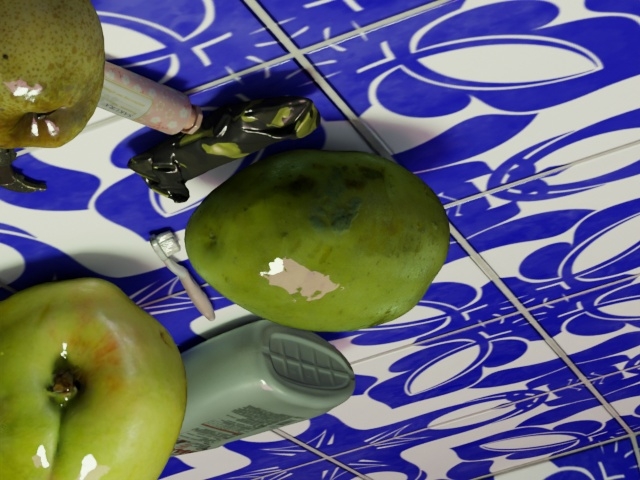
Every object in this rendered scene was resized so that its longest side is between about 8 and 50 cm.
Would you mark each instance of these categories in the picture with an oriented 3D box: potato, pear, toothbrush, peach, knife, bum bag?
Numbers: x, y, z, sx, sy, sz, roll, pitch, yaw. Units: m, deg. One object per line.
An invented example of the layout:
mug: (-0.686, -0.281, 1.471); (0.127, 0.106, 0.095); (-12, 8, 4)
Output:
potato: (0.002, 0.001, 1.834); (0.304, 0.216, 0.216); (-4, 159, -45)
pear: (-0.256, -0.154, 1.403); (0.167, 0.137, 0.167); (-16, 161, -6)
toothbrush: (-0.164, 0.048, 2.104); (0.029, 0.025, 0.307); (-22, 158, 1)
peach: (-0.314, 0.198, 2.039); (0.281, 0.314, 0.315); (26, 173, -10)
knife: (-0.323, -0.086, 1.689); (0.045, 0.021, 0.222); (-12, 162, 1)
bum bag: (-0.100, -0.100, 1.723); (0.232, 0.060, 0.106); (-25, 164, 35)

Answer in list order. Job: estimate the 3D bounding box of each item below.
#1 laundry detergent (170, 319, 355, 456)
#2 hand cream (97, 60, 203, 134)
laundry detergent: (-0.171, 0.242, 2.449); (0.398, 0.125, 0.264); (-24, 157, 29)
hand cream: (-0.198, -0.145, 1.595); (0.067, 0.043, 0.209); (-29, 148, 36)
